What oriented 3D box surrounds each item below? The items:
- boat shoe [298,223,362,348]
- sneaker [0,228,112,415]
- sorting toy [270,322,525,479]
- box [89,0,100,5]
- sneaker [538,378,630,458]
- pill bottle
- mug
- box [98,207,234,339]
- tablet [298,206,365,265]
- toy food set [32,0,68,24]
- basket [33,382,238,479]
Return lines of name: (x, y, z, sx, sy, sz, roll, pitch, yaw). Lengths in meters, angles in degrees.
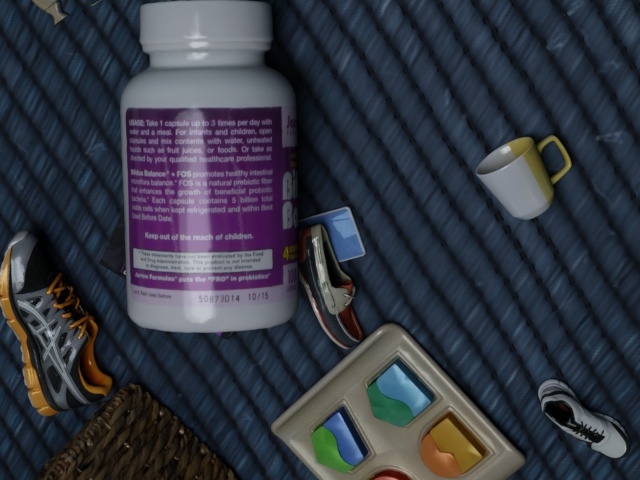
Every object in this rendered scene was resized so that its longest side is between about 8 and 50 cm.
boat shoe: (0.011, 0.047, 1.401, 0.043, 0.049, 0.137, -22, 105, 20)
sneaker: (-0.282, 0.085, 1.487, 0.083, 0.084, 0.215, -6, 115, 14)
sorting toy: (0.077, 0.214, 1.448, 0.208, 0.038, 0.193, 45, 114, -3)
box: (-0.157, -0.298, 1.303, 0.043, 0.105, 0.179, 40, 114, -5)
sneaker: (0.260, 0.184, 1.384, 0.109, 0.044, 0.040, 35, 112, 0)
pill bottle: (-0.104, -0.073, 1.319, 0.169, 0.169, 0.301, 1, 97, 15)
mug: (0.195, -0.058, 1.312, 0.078, 0.062, 0.064, -26, 108, 28)
box: (-0.138, 0.015, 1.446, 0.162, 0.029, 0.116, 30, 113, 6)
tablet: (0.000, 0.000, 1.414, 0.083, 0.006, 0.054, -16, 103, 19)
toy food set: (-0.283, -0.283, 1.390, 0.078, 0.019, 0.122, -41, 94, 24)
basket: (-0.232, 0.331, 1.434, 0.213, 0.299, 0.223, 43, 111, -3)
